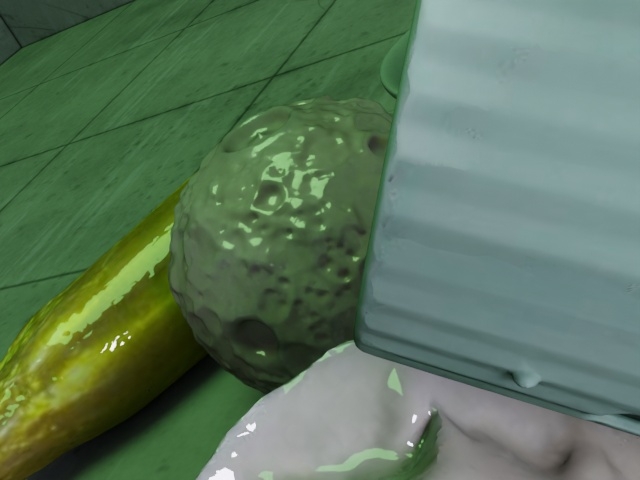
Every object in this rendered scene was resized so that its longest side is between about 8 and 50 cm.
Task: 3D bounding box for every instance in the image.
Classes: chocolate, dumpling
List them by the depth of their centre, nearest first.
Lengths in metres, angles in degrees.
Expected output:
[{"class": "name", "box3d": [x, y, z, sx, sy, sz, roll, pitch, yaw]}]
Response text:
[{"class": "dumpling", "box3d": [0.050, 0.174, 0.491, 0.293, 0.204, 0.163, -29, 25, -3]}, {"class": "chocolate", "box3d": [-0.188, 0.074, 0.984, 0.445, 0.162, 0.162, -40, 27, -18]}]

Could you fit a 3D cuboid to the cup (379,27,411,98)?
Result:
[{"class": "cup", "box3d": [0.240, -0.136, 0.894, 0.347, 0.163, 0.347, -19, 25, 9]}]

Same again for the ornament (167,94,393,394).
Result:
[{"class": "ornament", "box3d": [0.000, 0.000, 0.843, 0.259, 0.225, 0.259, -25, 26, 13]}]

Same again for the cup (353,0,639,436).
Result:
[{"class": "cup", "box3d": [0.226, -0.012, 0.445, 0.393, 0.400, 0.310, 12, 47, 5]}]
